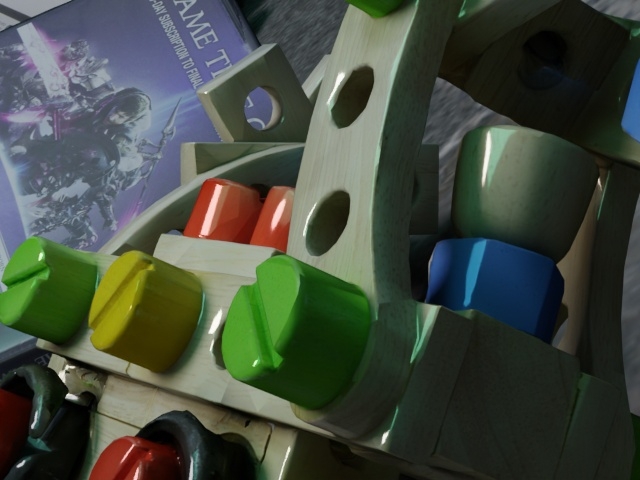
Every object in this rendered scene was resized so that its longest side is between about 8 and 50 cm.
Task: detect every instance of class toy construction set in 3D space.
[{"bbox_3d":[0.000,0.000,0.494,0.215,0.151,0.328,-71,15,-8],"label":"toy construction set"}]

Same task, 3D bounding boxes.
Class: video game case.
[{"bbox_3d":[-0.144,-0.017,0.762,0.274,0.026,0.196,-24,48,-5],"label":"video game case"}]

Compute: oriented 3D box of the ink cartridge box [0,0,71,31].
[{"bbox_3d":[-0.221,-0.160,1.308,0.307,0.129,0.223,-37,8,14],"label":"ink cartridge box"}]
